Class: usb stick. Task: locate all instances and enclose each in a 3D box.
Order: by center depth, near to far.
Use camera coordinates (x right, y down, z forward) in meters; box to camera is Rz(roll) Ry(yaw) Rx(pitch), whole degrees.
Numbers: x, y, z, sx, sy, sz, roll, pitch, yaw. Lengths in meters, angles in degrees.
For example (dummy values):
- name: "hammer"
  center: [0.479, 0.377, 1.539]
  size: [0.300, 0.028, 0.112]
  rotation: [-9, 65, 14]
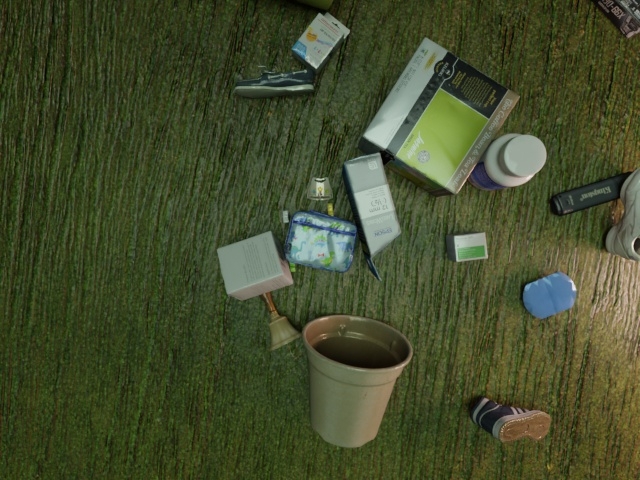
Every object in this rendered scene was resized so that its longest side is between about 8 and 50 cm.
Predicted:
- name: "usb stick"
  center: [0.896, -0.151, 1.310]
  size: [0.278, 0.045, 0.077]
  rotation: [-17, 94, 3]

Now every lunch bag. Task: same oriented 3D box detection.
- name: "lunch bag"
  center: [0.000, 0.000, 1.272]
  size: [0.219, 0.090, 0.175]
  rotation: [14, 93, -4]

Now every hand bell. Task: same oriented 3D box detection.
- name: "hand bell"
  center: [-0.162, 0.230, 1.339]
  size: [0.126, 0.126, 0.241]
  rotation: [-27, 81, 3]

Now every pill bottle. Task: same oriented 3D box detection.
- name: "pill bottle"
  center: [0.548, -0.232, 1.199]
  size: [0.153, 0.272, 0.152]
  rotation: [0, 94, 1]

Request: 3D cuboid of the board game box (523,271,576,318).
- name: "board game box"
  center: [0.757, 0.180, 1.341]
  size: [0.169, 0.033, 0.133]
  rotation: [-25, 98, 8]

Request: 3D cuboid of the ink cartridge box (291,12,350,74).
- name: "ink cartridge box"
  center: [0.004, -0.645, 1.292]
  size: [0.104, 0.061, 0.181]
  rotation: [38, 93, -1]

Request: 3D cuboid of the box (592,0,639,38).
- name: "box"
  center: [0.970, -0.839, 1.253]
  size: [0.307, 0.076, 0.242]
  rotation: [44, 93, -2]

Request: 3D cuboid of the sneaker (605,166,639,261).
- name: "sneaker"
  center: [1.000, -0.079, 1.235]
  size: [0.114, 0.152, 0.304]
  rotation: [3, 107, -3]

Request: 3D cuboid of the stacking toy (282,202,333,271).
- name: "stacking toy"
  center: [-0.031, -0.006, 1.336]
  size: [0.167, 0.052, 0.220]
  rotation: [-6, 94, 2]

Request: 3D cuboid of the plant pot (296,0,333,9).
- name: "plant pot"
  center: [-0.065, -0.845, 1.206]
  size: [0.294, 0.275, 0.274]
  rotation: [29, 94, -17]

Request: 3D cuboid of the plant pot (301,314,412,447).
- name: "plant pot"
  center: [0.090, 0.441, 1.248]
  size: [0.334, 0.334, 0.305]
  rotation: [8, 104, 1]

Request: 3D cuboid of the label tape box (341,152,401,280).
- name: "label tape box"
  center: [0.162, -0.071, 1.228]
  size: [0.115, 0.249, 0.347]
  rotation: [-17, 93, 2]

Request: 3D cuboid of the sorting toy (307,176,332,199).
- name: "sorting toy"
  center: [-0.001, -0.173, 1.333]
  size: [0.084, 0.045, 0.075]
  rotation: [0, 86, 2]

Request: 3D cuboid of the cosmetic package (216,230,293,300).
- name: "cosmetic package"
  center: [-0.204, 0.084, 1.276]
  size: [0.184, 0.151, 0.151]
  rotation: [-18, 72, 3]

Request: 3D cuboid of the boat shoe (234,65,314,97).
- name: "boat shoe"
  center: [-0.148, -0.509, 1.287]
  size: [0.255, 0.095, 0.078]
  rotation: [-4, 95, 0]

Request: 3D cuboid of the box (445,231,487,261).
- name: "box"
  center: [0.471, 0.019, 1.301]
  size: [0.101, 0.102, 0.087]
  rotation: [-7, 91, 3]

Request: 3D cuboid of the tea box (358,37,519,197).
- name: "tea box"
  center: [0.340, -0.352, 1.224]
  size: [0.324, 0.220, 0.328]
  rotation: [33, 94, 0]

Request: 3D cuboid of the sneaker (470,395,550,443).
- name: "sneaker"
  center: [0.629, 0.590, 1.344]
  size: [0.283, 0.153, 0.099]
  rotation: [10, 91, -30]
